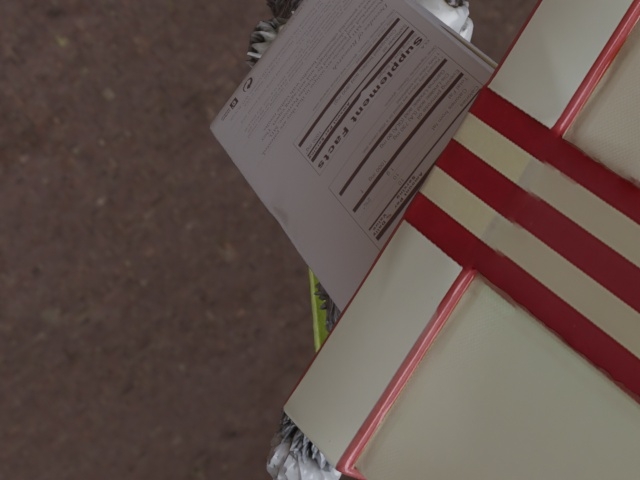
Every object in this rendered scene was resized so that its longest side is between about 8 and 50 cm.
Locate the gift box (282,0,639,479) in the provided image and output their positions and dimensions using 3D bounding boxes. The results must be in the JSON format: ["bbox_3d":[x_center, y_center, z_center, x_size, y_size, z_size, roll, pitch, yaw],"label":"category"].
[{"bbox_3d":[0.171,0.060,0.598,0.276,0.258,0.255,31,97,-42],"label":"gift box"}]

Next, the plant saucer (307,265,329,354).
[{"bbox_3d":[0.080,0.038,1.633,0.188,0.188,0.045,-3,153,-4],"label":"plant saucer"}]

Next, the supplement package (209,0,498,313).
[{"bbox_3d":[0.061,-0.034,0.860,0.139,0.244,0.134,32,101,-32],"label":"supplement package"}]

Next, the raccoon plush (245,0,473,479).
[{"bbox_3d":[0.000,0.000,1.270,0.299,0.216,0.446,29,101,-19],"label":"raccoon plush"}]
